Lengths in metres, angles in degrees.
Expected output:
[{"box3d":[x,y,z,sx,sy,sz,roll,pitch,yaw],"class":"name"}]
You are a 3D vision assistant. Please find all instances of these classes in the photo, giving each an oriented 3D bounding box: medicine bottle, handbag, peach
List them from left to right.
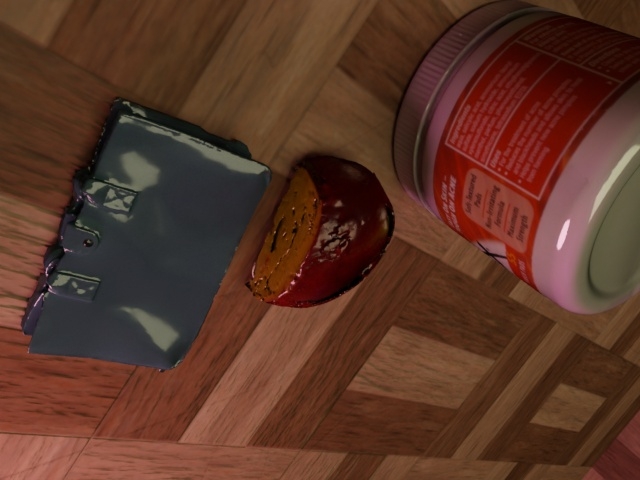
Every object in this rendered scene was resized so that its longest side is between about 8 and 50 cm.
[{"box3d":[-0.149,0.005,0.527,0.144,0.057,0.221,15,112,-37],"class":"handbag"},{"box3d":[0.003,0.003,0.616,0.172,0.092,0.127,-50,141,0],"class":"peach"},{"box3d":[0.243,-0.088,0.633,0.252,0.241,0.252,-21,132,-25],"class":"medicine bottle"}]
